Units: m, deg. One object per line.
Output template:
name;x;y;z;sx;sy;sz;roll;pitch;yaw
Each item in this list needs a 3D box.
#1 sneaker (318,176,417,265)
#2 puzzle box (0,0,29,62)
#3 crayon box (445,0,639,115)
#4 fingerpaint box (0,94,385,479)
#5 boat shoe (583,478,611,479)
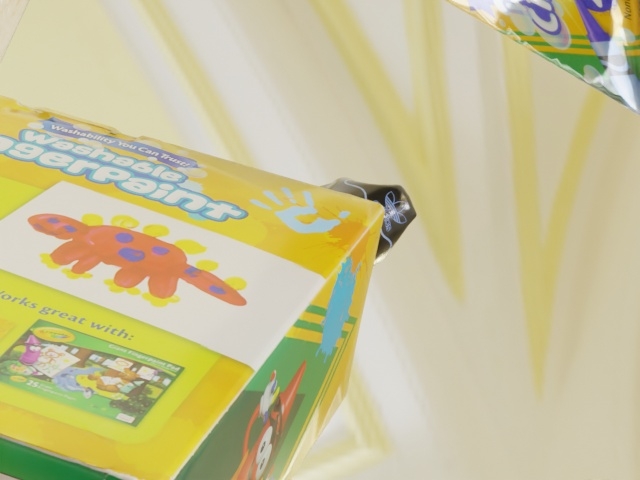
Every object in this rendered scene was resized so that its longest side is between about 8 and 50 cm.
sneaker;0.000;0.000;1.349;0.090;0.081;0.232;-27;7;-17
puzzle box;-0.271;0.071;0.667;0.052;0.272;0.409;36;-43;-23
crayon box;0.113;-0.239;1.166;0.083;0.323;0.203;-38;-39;-18
fingerpaint box;-0.232;0.053;1.082;0.445;0.371;0.163;17;-62;12
boat shoe;0.219;0.274;1.149;0.095;0.254;0.079;-1;-17;-29
